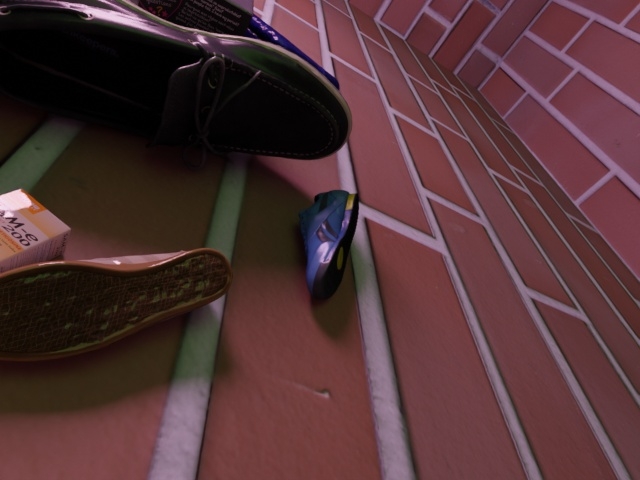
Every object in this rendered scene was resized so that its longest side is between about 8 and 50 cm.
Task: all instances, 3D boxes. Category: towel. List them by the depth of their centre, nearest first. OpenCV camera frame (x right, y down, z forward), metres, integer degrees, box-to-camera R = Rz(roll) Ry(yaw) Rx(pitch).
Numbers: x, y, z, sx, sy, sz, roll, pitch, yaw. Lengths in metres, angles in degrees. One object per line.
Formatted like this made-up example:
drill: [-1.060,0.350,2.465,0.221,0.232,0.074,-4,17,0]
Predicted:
towel: [-0.098,-0.420,0.955,0.227,0.076,0.308,42,19,13]

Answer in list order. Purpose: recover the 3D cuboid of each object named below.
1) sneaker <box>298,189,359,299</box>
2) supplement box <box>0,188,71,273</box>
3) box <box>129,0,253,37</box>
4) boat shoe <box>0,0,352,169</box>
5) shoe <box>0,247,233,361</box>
sneaker: [0.000,0.000,0.603,0.082,0.069,0.209,6,42,12]
supplement box: [-0.275,0.002,0.354,0.062,0.036,0.098,39,33,1]
box: [-0.204,-0.379,0.675,0.163,0.142,0.247,20,38,-25]
boat shoe: [-0.176,-0.191,0.560,0.499,0.187,0.156,14,48,-29]
shoe: [-0.183,0.052,0.371,0.218,0.058,0.077,-8,85,-43]
